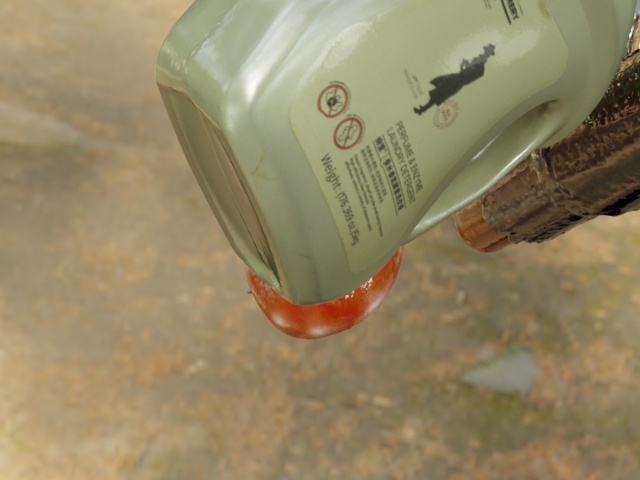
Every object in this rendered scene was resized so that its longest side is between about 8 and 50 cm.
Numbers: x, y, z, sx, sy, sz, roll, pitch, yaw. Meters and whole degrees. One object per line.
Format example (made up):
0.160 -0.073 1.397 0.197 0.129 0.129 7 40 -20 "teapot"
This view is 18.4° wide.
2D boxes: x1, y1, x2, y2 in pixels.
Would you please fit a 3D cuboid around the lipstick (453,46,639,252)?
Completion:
0.156 -0.050 1.123 0.081 0.081 0.300 -1 -12 -22 "lipstick"

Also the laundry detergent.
0.057 -0.092 0.911 0.253 0.181 0.091 -35 41 -16 "laundry detergent"

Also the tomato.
0.007 0.005 1.951 0.166 0.082 0.174 -3 67 -4 "tomato"

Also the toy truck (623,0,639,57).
0.313 -0.166 1.502 0.136 0.162 0.305 21 -4 -42 "toy truck"
